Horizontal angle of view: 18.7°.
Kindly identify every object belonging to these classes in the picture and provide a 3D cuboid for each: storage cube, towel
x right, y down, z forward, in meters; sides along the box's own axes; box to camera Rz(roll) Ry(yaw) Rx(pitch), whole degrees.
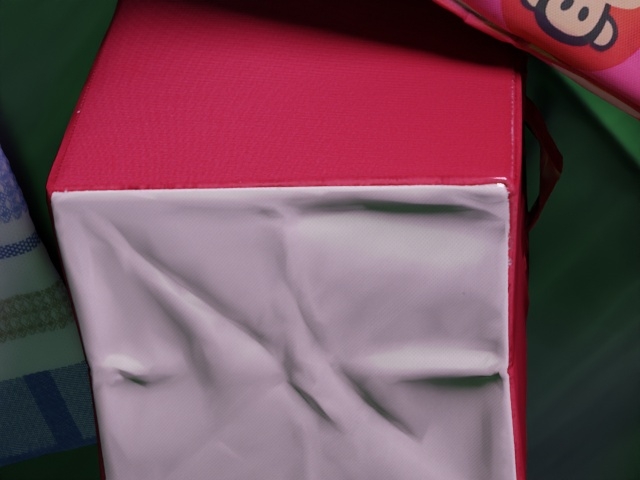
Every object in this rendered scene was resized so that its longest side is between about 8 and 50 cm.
[{"bbox_3d":[0.000,0.000,0.864,0.215,0.193,0.184,0,123,7],"label":"storage cube"},{"bbox_3d":[-0.240,0.012,0.991,0.209,0.034,0.285,-14,123,12],"label":"towel"}]

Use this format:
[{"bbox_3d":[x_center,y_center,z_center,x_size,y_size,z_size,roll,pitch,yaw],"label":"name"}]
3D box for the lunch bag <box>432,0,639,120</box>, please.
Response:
[{"bbox_3d":[0.139,-0.196,0.773,0.293,0.120,0.258,29,117,-12],"label":"lunch bag"}]
